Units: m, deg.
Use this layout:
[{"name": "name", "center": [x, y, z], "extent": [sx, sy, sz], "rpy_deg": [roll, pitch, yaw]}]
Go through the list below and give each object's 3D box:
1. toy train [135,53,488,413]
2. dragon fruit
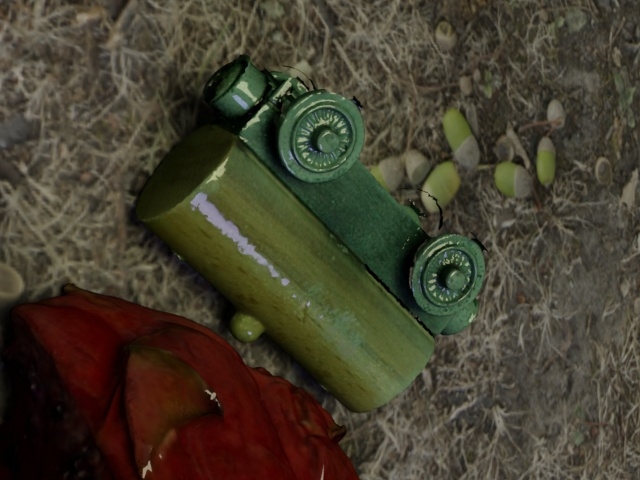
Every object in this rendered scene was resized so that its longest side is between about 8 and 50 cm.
[{"name": "toy train", "center": [-0.004, -0.001, 0.914], "extent": [0.189, 0.126, 0.307], "rpy_deg": [-44, 120, 3]}, {"name": "dragon fruit", "center": [-0.032, 0.167, 0.792], "extent": [0.329, 0.228, 0.286], "rpy_deg": [1, 85, -38]}]
